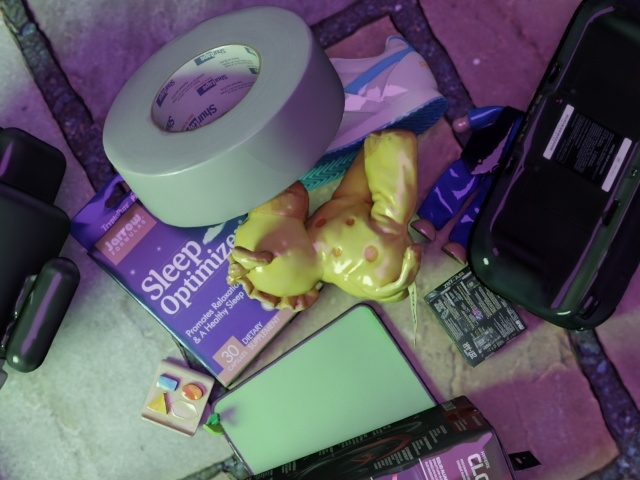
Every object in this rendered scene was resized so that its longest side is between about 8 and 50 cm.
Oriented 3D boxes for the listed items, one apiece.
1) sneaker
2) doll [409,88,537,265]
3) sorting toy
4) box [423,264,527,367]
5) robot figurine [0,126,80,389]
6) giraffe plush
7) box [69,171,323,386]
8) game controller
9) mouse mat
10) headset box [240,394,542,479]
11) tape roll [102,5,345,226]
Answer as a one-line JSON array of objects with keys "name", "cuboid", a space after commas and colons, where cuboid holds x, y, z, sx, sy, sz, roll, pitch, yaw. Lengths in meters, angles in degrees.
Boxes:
[{"name": "sneaker", "cuboid": [0.002, -0.114, 1.672, 0.228, 0.087, 0.092, -25, 71, -4]}, {"name": "doll", "cuboid": [0.172, -0.067, 1.676, 0.129, 0.046, 0.189, 37, 89, 1]}, {"name": "sorting toy", "cuboid": [-0.126, 0.155, 1.677, 0.083, 0.012, 0.062, 20, 85, 9]}, {"name": "box", "cuboid": [0.148, 0.069, 1.664, 0.067, 0.018, 0.083, -36, 108, -1]}, {"name": "robot figurine", "cuboid": [-0.337, 0.025, 1.614, 0.173, 0.209, 0.278, 24, 85, -27]}, {"name": "giraffe plush", "cuboid": [0.000, 0.000, 1.591, 0.170, 0.181, 0.210, 1, 54, -2]}, {"name": "box", "cuboid": [-0.124, 0.016, 1.682, 0.225, 0.036, 0.136, 43, 87, 5]}, {"name": "game controller", "cuboid": [0.261, -0.079, 1.655, 0.166, 0.067, 0.319, 27, 86, -11]}, {"name": "mouse mat", "cuboid": [0.009, 0.170, 1.680, 0.189, 0.007, 0.153, -34, 85, -1]}, {"name": "headset box", "cuboid": [0.054, 0.240, 1.562, 0.293, 0.218, 0.110, -21, 93, -2]}, {"name": "tape roll", "cuboid": [-0.089, -0.116, 1.605, 0.219, 0.219, 0.072, -37, 127, -2]}]
